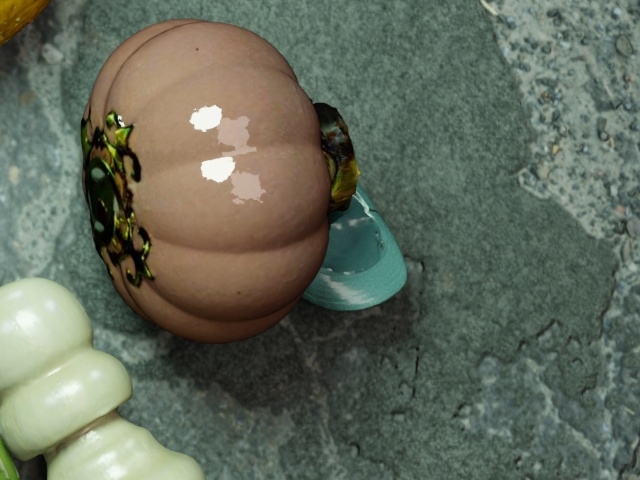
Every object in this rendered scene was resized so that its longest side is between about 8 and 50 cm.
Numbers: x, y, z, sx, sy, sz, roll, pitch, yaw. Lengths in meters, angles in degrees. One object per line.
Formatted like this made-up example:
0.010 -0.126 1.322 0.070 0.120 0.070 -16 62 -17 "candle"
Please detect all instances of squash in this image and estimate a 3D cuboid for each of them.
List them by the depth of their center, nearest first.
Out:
-0.304 0.201 1.767 0.027 0.027 0.083 -28 93 -26 "squash"

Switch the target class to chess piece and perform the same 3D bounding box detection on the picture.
-0.223 0.174 1.742 0.167 0.167 0.300 -31 91 -25 "chess piece"

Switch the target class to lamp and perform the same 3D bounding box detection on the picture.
-0.091 -0.058 1.757 0.239 0.305 0.305 -9 85 -24 "lamp"

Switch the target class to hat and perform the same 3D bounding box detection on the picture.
0.000 0.000 1.915 0.138 0.078 0.191 -26 74 -34 "hat"

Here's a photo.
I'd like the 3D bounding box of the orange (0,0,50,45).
-0.368 -0.321 1.677 0.340 0.293 0.340 5 77 -24 "orange"
